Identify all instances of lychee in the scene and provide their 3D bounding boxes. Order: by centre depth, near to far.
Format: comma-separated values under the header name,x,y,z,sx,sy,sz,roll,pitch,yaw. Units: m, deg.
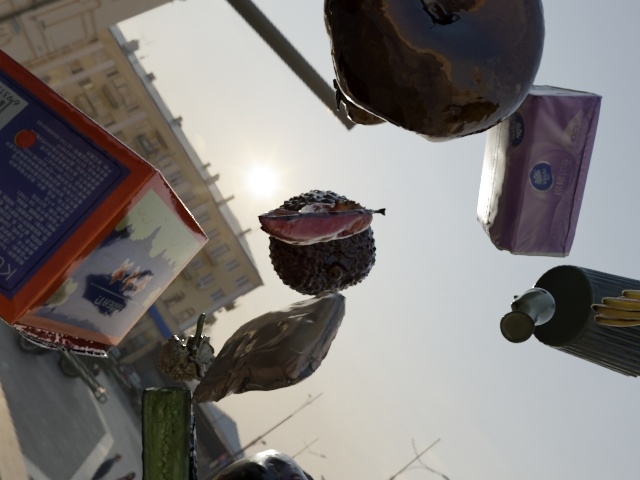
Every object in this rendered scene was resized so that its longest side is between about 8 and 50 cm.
name,x,y,z,sx,sy,sz,roll,pitch,yaw
lychee,0.000,0.000,1.167,0.271,0.236,0.235,-106,180,-51

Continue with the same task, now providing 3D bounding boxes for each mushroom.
name,x,y,z,sx,sy,sz,roll,pitch,yaw
mushroom,0.126,-0.251,0.638,0.267,0.267,0.254,63,6,-14

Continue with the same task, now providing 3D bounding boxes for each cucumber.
name,x,y,z,sx,sy,sz,roll,pitch,yaw
cucumber,-0.211,0.316,0.770,0.062,0.078,0.211,80,6,-76

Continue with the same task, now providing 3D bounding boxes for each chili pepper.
name,x,y,z,sx,sy,sz,roll,pitch,yaw
chili pepper,0.008,-0.021,0.603,0.059,0.268,0.050,21,-74,25

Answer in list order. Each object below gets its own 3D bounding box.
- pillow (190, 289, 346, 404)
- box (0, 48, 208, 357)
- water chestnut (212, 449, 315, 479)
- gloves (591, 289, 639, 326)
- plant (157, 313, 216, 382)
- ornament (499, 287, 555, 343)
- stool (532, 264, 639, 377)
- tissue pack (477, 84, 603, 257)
name,x,y,z,sx,sy,sz,roll,pitch,yaw
pillow,-0.074,0.150,0.736,0.270,0.173,0.067,-28,-73,43
box,-0.398,-0.048,0.779,0.349,0.256,0.318,37,-14,8
water chestnut,-0.061,0.502,0.894,0.300,0.300,0.300,49,-21,26
gloves,0.776,0.139,1.246,0.116,0.295,0.133,-96,-178,-47
plant,-0.207,0.179,0.900,0.105,0.121,0.116,23,-19,-18
ornament,0.407,0.139,1.059,0.081,0.156,0.074,39,-53,22
stool,0.823,0.227,1.594,0.297,0.330,0.297,-164,-90,-70
tissue pack,0.449,-0.155,1.164,0.242,0.160,0.338,-95,-173,-70
